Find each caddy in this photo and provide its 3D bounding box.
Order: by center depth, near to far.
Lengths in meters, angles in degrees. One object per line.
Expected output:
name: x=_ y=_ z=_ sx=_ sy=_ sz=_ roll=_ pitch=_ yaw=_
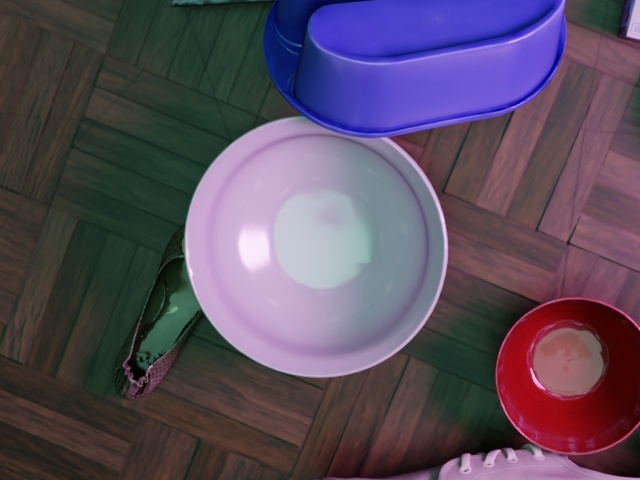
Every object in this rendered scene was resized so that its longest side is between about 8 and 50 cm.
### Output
caddy: x=0.106 y=-0.245 z=1.416 sx=0.341 sy=0.179 sz=0.241 roll=-11 pitch=64 yaw=-6

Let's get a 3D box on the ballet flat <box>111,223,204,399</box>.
ballet flat: x=-0.183 y=0.085 z=1.568 sx=0.084 sy=0.058 sz=0.250 roll=30 pitch=99 yaw=1

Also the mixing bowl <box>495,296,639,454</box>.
mixing bowl: x=0.292 y=0.148 z=1.508 sx=0.181 sy=0.098 sz=0.182 roll=1 pitch=97 yaw=6

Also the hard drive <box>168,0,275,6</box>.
hard drive: x=-0.103 y=-0.402 z=1.501 sx=0.171 sy=0.054 sz=0.255 roll=-2 pitch=97 yaw=6

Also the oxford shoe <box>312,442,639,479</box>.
oxford shoe: x=0.211 y=0.299 z=1.511 sx=0.449 sy=0.169 sz=0.130 roll=4 pitch=80 yaw=9

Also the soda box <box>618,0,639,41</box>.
soda box: x=0.450 y=-0.238 z=1.456 sx=0.216 sy=0.074 sz=0.069 roll=14 pitch=98 yaw=4

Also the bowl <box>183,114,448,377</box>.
bowl: x=0.000 y=0.000 z=1.501 sx=0.297 sy=0.134 sz=0.298 roll=1 pitch=98 yaw=6
